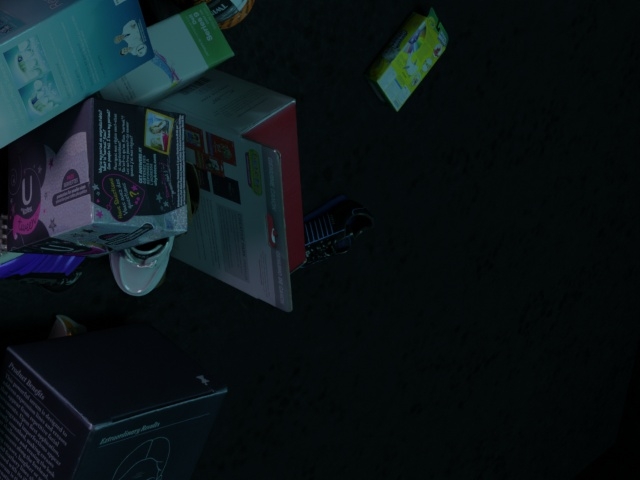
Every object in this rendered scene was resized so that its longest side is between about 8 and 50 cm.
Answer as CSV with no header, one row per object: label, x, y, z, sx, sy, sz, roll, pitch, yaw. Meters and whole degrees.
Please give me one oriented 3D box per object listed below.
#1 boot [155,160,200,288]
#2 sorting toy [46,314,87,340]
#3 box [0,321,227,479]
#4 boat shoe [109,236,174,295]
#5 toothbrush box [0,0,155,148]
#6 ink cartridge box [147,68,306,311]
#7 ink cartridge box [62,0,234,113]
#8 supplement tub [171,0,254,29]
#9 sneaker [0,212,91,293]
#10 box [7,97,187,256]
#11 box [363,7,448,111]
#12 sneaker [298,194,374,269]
boot,-0.246,-0.019,1.669,0.305,0.115,0.112,96,2,-50
sorting toy,-0.403,0.163,1.733,0.083,0.045,0.075,-65,162,8
box,-0.371,0.359,1.700,0.293,0.212,0.395,-6,125,-55
boat shoe,-0.259,-0.004,1.562,0.095,0.084,0.258,8,130,-7
toothbrush box,-0.389,-0.236,1.316,0.295,0.216,0.126,-37,137,-25
ink cartridge box,-0.118,-0.079,1.680,0.130,0.271,0.309,-38,140,-37
ink cartridge box,-0.252,-0.235,1.510,0.212,0.154,0.093,-34,100,-29
supplement tub,-0.178,-0.387,1.534,0.117,0.117,0.190,-56,143,-3
sneaker,-0.412,0.026,1.567,0.293,0.102,0.146,-29,135,-34
box,-0.297,-0.071,1.414,0.142,0.247,0.163,5,78,-38
box,0.164,-0.342,2.021,0.179,0.043,0.105,-51,142,-7
sneaker,0.000,0.000,2.030,0.232,0.090,0.081,-39,139,-24
